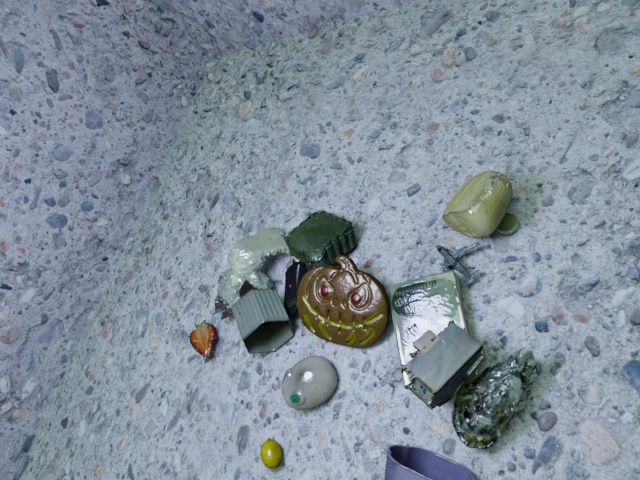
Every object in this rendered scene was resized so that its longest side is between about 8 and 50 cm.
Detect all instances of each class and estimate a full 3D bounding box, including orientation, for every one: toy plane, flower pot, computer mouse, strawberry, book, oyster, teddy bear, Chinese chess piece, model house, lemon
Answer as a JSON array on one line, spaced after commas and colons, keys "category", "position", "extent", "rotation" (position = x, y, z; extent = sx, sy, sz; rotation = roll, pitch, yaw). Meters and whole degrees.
[{"category": "toy plane", "position": [0.492, 0.079, 1.626], "extent": [0.226, 0.058, 0.226], "rotation": [-55, 47, 16]}, {"category": "flower pot", "position": [0.294, 0.755, 1.257], "extent": [0.265, 0.265, 0.243], "rotation": [7, 79, 36]}, {"category": "computer mouse", "position": [-0.098, 0.204, 1.930], "extent": [0.147, 0.088, 0.264], "rotation": [-33, 53, 52]}, {"category": "strawberry", "position": [-0.539, 0.463, 2.081], "extent": [0.192, 0.085, 0.140], "rotation": [23, 70, 35]}, {"category": "flower pot", "position": [-0.244, 0.339, 1.868], "extent": [0.209, 0.239, 0.189], "rotation": [-22, 47, -11]}, {"category": "book", "position": [0.384, 0.308, 1.548], "extent": [0.260, 0.043, 0.371], "rotation": [-18, 63, 25]}, {"category": "oyster", "position": [0.530, 0.462, 1.333], "extent": [0.162, 0.158, 0.351], "rotation": [35, 101, 8]}, {"category": "teddy bear", "position": [-0.316, 0.160, 2.096], "extent": [0.327, 0.375, 0.362], "rotation": [34, 128, 41]}, {"category": "Chinese chess piece", "position": [0.674, -0.059, 1.599], "extent": [0.084, 0.034, 0.084], "rotation": [-18, 53, 25]}, {"category": "model house", "position": [0.368, 0.408, 1.399], "extent": [0.271, 0.206, 0.178], "rotation": [-37, 53, -25]}, {"category": "lemon", "position": [-0.185, 0.795, 1.652], "extent": [0.082, 0.082, 0.110], "rotation": [-37, 46, 11]}]

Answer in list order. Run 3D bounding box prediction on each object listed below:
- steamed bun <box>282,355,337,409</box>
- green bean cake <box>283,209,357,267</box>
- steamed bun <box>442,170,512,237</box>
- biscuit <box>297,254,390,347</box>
[{"category": "steamed bun", "position": [-0.053, 0.539, 1.680], "extent": [0.228, 0.131, 0.177], "rotation": [-36, 52, 9]}, {"category": "green bean cake", "position": [0.000, 0.000, 1.905], "extent": [0.241, 0.132, 0.255], "rotation": [27, 56, 39]}, {"category": "steamed bun", "position": [0.579, -0.124, 1.582], "extent": [0.232, 0.166, 0.273], "rotation": [-51, 5, -8]}, {"category": "biscuit", "position": [0.078, 0.232, 1.711], "extent": [0.394, 0.070, 0.350], "rotation": [1, 92, 31]}]
